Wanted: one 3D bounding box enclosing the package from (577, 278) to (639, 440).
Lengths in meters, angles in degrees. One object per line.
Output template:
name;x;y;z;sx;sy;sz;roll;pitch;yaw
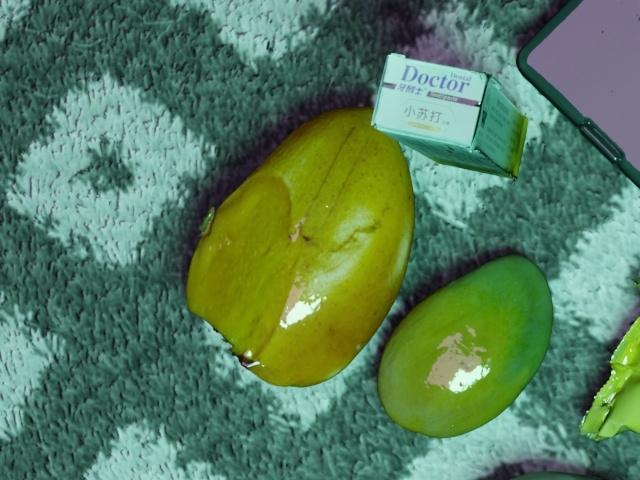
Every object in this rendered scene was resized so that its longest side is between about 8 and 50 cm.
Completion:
package;0.357;0.137;1.421;0.226;0.090;0.168;24;91;9

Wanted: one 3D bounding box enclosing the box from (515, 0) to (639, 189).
box;0.309;-0.141;1.457;0.160;0.050;0.230;-45;81;7

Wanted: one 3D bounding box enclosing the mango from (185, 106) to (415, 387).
mango;0.000;0.000;1.483;0.187;0.138;0.257;38;93;29

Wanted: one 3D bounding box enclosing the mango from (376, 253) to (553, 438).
mango;0.137;0.097;1.475;0.130;0.092;0.195;35;87;13

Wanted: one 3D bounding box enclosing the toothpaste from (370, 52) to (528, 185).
toothpaste;0.117;-0.099;1.364;0.089;0.313;0.071;14;91;13

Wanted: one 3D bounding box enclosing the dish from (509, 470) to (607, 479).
dish;0.188;0.314;1.375;0.256;0.117;0.256;-30;50;43
